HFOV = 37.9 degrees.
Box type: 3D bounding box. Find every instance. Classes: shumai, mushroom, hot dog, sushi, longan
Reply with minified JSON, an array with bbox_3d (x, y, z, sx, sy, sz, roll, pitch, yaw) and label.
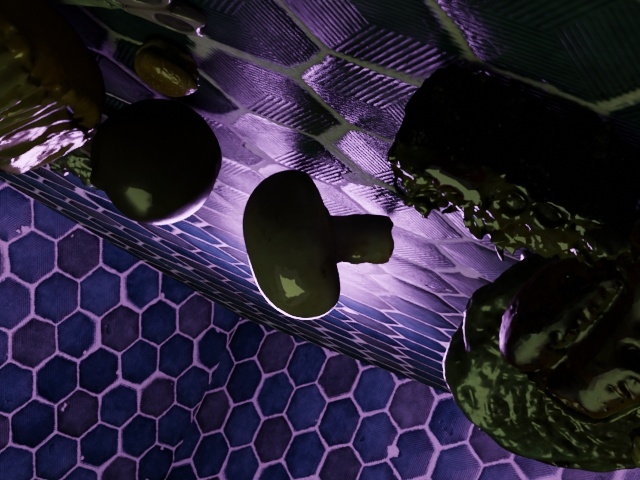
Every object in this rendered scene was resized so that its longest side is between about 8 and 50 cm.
[{"bbox_3d":[0.308,0.088,1.079,0.309,0.304,0.263,31,-158,-10],"label":"shumai"},{"bbox_3d":[-0.011,0.004,1.276,0.209,0.206,0.206,-3,159,20],"label":"mushroom"},{"bbox_3d":[0.281,0.069,0.841,0.270,0.082,0.163,-41,78,38],"label":"hot dog"},{"bbox_3d":[0.160,-0.053,0.794,0.212,0.115,0.147,25,168,-4],"label":"sushi"},{"bbox_3d":[-0.215,-0.104,1.218,0.189,0.189,0.189,24,169,5],"label":"longan"}]

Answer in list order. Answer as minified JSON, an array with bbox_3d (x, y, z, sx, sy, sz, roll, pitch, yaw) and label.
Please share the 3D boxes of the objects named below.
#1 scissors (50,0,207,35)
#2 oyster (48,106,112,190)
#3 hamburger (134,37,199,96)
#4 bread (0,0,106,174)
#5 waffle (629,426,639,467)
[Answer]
[{"bbox_3d":[-0.205,-0.241,0.933,0.212,0.021,0.110,16,169,37],"label":"scissors"},{"bbox_3d":[-0.405,-0.168,1.419,0.162,0.158,0.351,-31,147,35],"label":"oyster"},{"bbox_3d":[-0.171,-0.190,1.042,0.076,0.044,0.083,28,166,-19],"label":"hamburger"},{"bbox_3d":[-0.380,-0.202,1.120,0.236,0.183,0.388,47,174,-9],"label":"bread"},{"bbox_3d":[0.413,0.123,0.825,0.058,0.281,0.301,61,162,23],"label":"waffle"}]
